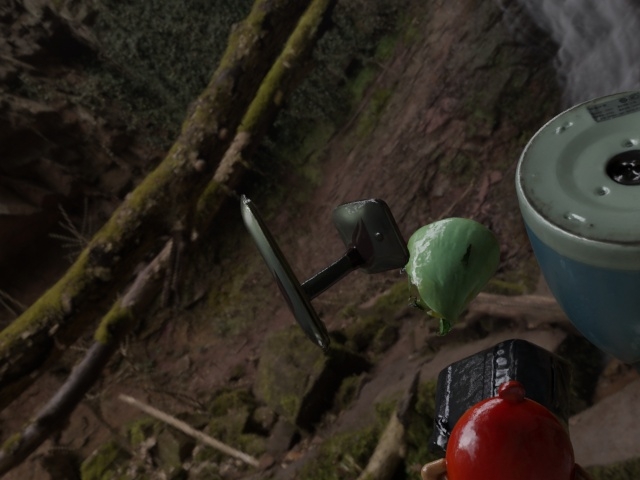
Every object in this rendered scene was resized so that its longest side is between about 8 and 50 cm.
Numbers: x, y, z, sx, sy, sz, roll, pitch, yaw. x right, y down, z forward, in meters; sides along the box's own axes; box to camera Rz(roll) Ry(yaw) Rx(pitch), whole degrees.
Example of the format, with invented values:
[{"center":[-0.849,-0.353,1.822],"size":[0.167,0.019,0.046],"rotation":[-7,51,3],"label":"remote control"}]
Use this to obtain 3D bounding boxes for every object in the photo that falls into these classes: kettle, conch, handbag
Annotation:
[{"center":[0.402,-0.005,0.801],"size":[0.342,0.247,0.319],"rotation":[59,-147,-42],"label":"kettle"},{"center":[0.210,0.048,1.088],"size":[0.250,0.143,0.137],"rotation":[-36,9,-35],"label":"conch"},{"center":[0.303,0.294,1.057],"size":[0.254,0.181,0.181],"rotation":[-40,28,53],"label":"handbag"}]

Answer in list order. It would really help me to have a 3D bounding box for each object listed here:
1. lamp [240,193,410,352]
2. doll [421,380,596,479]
[{"center":[-0.006,0.002,0.832],"size":[0.124,0.203,0.283],"rotation":[-18,11,37],"label":"lamp"},{"center":[0.192,0.254,0.655],"size":[0.183,0.217,0.085],"rotation":[-10,0,1],"label":"doll"}]
